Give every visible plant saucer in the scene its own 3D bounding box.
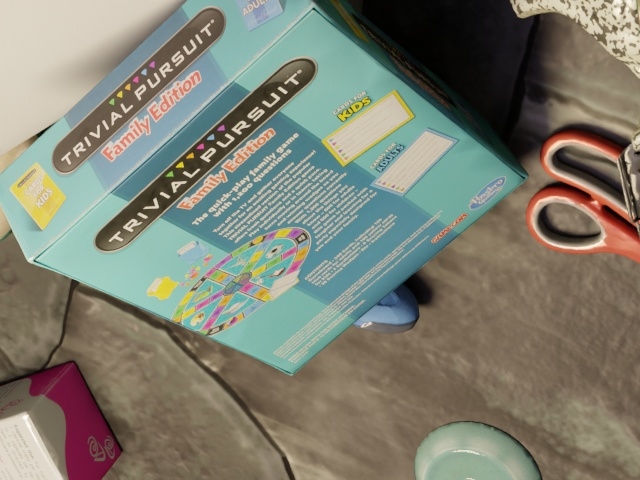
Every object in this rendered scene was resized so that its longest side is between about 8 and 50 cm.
[{"bbox_3d":[0.136,0.217,1.470,0.119,0.021,0.119,10,118,19],"label":"plant saucer"}]

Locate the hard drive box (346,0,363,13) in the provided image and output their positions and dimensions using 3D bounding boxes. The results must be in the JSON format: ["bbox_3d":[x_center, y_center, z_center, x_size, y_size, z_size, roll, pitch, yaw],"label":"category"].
[{"bbox_3d":[-0.089,-0.191,1.321,0.232,0.089,0.181,16,120,16],"label":"hard drive box"}]

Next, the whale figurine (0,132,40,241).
[{"bbox_3d":[-0.302,-0.114,1.451,0.216,0.141,0.272,31,99,6],"label":"whale figurine"}]

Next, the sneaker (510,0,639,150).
[{"bbox_3d":[0.303,-0.116,1.159,0.410,0.158,0.182,42,127,9],"label":"sneaker"}]

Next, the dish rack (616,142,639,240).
[{"bbox_3d":[0.337,0.030,1.243,0.208,0.074,0.272,-11,109,19],"label":"dish rack"}]

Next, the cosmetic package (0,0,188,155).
[{"bbox_3d":[-0.291,-0.299,1.129,0.329,0.327,0.394,-26,73,32],"label":"cosmetic package"}]

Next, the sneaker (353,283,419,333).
[{"bbox_3d":[0.000,0.000,1.393,0.209,0.069,0.082,33,120,6],"label":"sneaker"}]

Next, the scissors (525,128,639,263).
[{"bbox_3d":[0.294,0.016,1.298,0.297,0.021,0.109,30,123,8],"label":"scissors"}]

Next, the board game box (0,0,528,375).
[{"bbox_3d":[-0.030,-0.045,1.199,0.254,0.336,0.079,-41,57,13],"label":"board game box"}]

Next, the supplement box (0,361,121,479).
[{"bbox_3d":[-0.323,0.213,1.604,0.220,0.111,0.114,-20,105,25],"label":"supplement box"}]
